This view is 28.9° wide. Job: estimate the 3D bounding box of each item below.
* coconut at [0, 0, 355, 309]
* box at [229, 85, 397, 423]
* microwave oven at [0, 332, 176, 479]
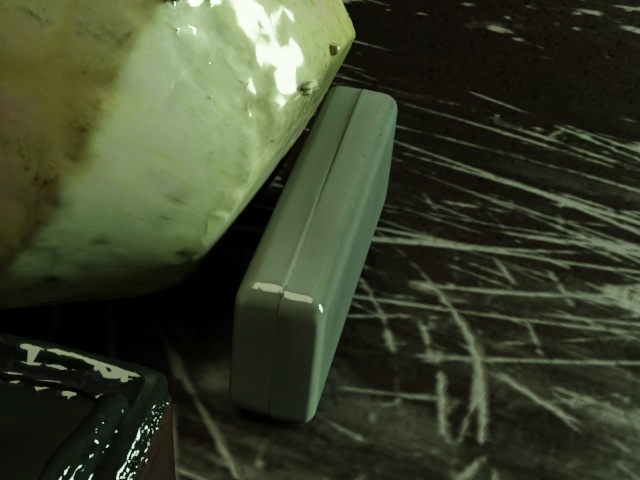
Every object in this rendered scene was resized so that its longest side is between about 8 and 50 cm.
[{"bbox_3d":[-0.173,-0.127,0.791,0.353,0.352,0.352,0,37,0],"label":"coconut"},{"bbox_3d":[0.000,0.000,0.795,0.055,0.103,0.243,12,38,8],"label":"box"},{"bbox_3d":[-0.174,0.166,0.506,0.178,0.188,0.247,7,38,11],"label":"microwave oven"}]
